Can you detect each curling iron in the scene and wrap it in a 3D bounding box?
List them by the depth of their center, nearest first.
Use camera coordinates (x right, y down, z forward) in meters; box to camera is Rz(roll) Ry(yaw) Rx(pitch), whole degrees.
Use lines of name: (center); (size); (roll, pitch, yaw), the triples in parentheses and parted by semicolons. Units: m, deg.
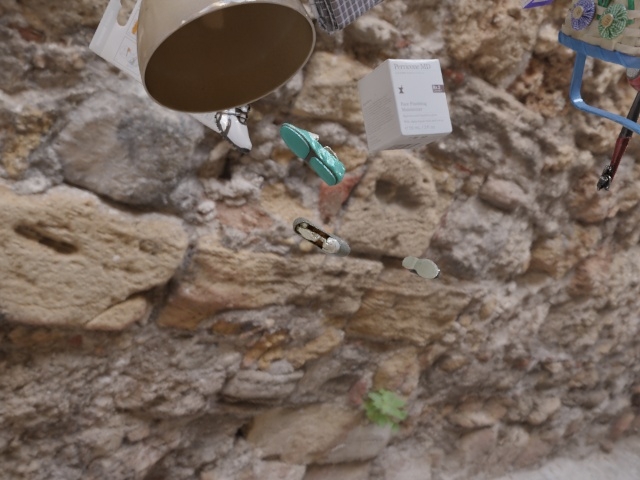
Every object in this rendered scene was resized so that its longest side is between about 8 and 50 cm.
curling iron: (0.749, -0.247, 1.524); (0.035, 0.274, 0.068); (24, 15, 22)

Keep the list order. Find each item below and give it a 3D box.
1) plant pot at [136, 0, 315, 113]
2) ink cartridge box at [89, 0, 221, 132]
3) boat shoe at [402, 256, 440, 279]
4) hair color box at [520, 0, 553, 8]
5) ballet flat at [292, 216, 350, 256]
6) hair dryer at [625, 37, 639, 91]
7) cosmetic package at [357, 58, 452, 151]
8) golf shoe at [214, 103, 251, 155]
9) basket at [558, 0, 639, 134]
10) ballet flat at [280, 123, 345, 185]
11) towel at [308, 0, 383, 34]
plant pot: (-0.173, -0.363, 0.999); (0.284, 0.284, 0.191); (4, 61, -59)
ink cartridge box: (-0.319, -0.491, 1.501); (0.384, 0.308, 0.091); (32, 17, -3)
boat shoe: (0.263, 0.075, 1.574); (0.043, 0.049, 0.137); (39, -9, -29)
hair color box: (0.610, -0.854, 1.729); (0.110, 0.339, 0.185); (-16, -2, -17)
ballet flat: (0.000, 0.000, 2.015); (0.213, 0.072, 0.068); (31, 18, -6)
hair dryer: (0.787, -0.416, 1.360); (0.294, 0.223, 0.080); (57, 19, -33)
cosmetic package: (0.201, -0.324, 1.495); (0.151, 0.184, 0.151); (-9, -3, -27)
golf shoe: (-0.186, -0.285, 1.353); (0.198, 0.093, 0.077); (64, 18, 11)
basket: (0.555, -0.352, 1.119); (0.200, 0.289, 0.255); (-17, 31, -13)
ballet flat: (-0.018, -0.274, 1.898); (0.247, 0.083, 0.087); (46, 52, -1)
towel: (0.057, -0.632, 1.370); (0.121, 0.235, 0.284); (22, -32, 43)
